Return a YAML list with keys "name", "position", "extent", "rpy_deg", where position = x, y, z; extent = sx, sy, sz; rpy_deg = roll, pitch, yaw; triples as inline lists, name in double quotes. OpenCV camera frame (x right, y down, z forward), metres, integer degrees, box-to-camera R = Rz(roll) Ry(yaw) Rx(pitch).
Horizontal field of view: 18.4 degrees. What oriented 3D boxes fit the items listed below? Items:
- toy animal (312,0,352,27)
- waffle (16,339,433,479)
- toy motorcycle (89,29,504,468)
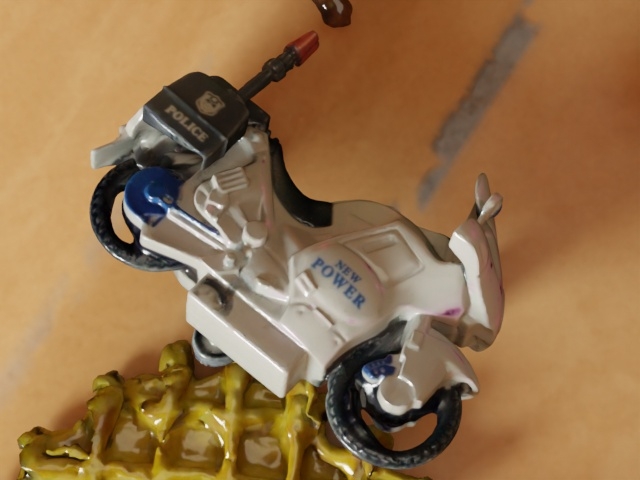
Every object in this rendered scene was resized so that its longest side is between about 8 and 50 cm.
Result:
- name: "toy animal"
  position: [0.096, -0.212, 0.987]
  extent: [0.229, 0.066, 0.224]
  rpy_deg: [4, 95, -8]
- name: "waffle"
  position: [-0.056, 0.165, 0.953]
  extent: [0.231, 0.051, 0.229]
  rpy_deg: [-41, 80, -4]
- name: "toy motorcycle"
  position: [0.000, 0.000, 0.943]
  extent: [0.221, 0.102, 0.150]
  rpy_deg: [38, 65, 14]
